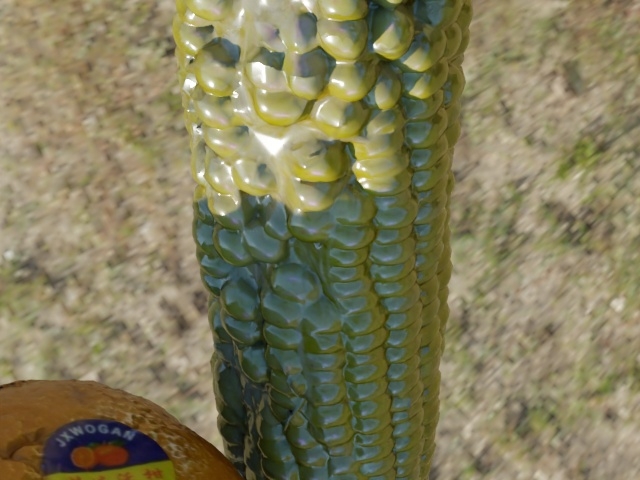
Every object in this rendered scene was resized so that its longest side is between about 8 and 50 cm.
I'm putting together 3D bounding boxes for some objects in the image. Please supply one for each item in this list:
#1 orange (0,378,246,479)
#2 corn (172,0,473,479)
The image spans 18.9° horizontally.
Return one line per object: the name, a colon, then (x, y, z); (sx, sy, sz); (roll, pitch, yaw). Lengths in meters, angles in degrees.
orange: (-0.077, 0.108, 0.596); (0.135, 0.135, 0.117); (29, 132, 15)
corn: (0.000, 0.000, 0.600); (0.086, 0.086, 0.288); (16, 131, 20)
